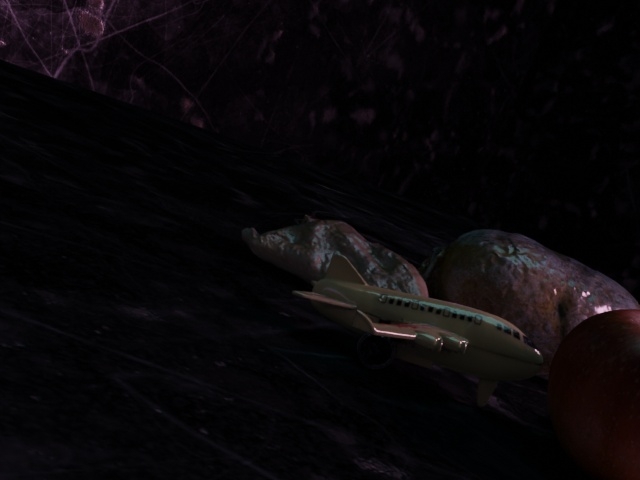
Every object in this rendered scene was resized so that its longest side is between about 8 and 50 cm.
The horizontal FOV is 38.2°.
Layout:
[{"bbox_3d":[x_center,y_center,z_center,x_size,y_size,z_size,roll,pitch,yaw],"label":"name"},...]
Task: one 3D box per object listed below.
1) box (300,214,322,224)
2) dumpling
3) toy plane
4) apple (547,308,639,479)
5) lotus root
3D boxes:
[{"bbox_3d":[0.000,0.000,1.426,0.050,0.041,0.207,24,8,-10],"label":"box"},{"bbox_3d":[0.067,0.048,1.151,0.332,0.086,0.166,31,14,28],"label":"dumpling"},{"bbox_3d":[0.094,0.089,0.907,0.244,0.092,0.229,24,6,8],"label":"toy plane"},{"bbox_3d":[0.301,0.154,0.825,0.201,0.162,0.201,12,16,-4],"label":"apple"},{"bbox_3d":[0.292,0.092,1.184,0.350,0.175,0.175,23,8,-2],"label":"lotus root"}]
